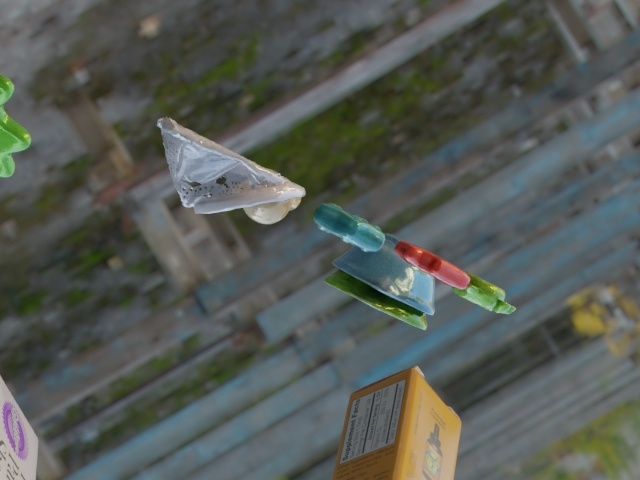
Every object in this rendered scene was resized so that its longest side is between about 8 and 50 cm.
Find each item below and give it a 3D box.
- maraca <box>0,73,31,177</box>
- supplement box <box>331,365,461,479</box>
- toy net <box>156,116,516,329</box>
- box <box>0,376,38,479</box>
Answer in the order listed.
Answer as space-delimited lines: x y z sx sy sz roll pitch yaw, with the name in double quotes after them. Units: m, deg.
-0.282 -0.092 1.222 0.186 0.127 0.099 6 -137 24 "maraca"
0.058 0.215 1.503 0.080 0.078 0.233 -24 -152 29 "supplement box"
0.000 0.000 0.987 0.232 0.122 0.045 27 91 -40 "toy net"
-0.160 0.173 0.713 0.063 0.067 0.324 -17 -146 7 "box"
